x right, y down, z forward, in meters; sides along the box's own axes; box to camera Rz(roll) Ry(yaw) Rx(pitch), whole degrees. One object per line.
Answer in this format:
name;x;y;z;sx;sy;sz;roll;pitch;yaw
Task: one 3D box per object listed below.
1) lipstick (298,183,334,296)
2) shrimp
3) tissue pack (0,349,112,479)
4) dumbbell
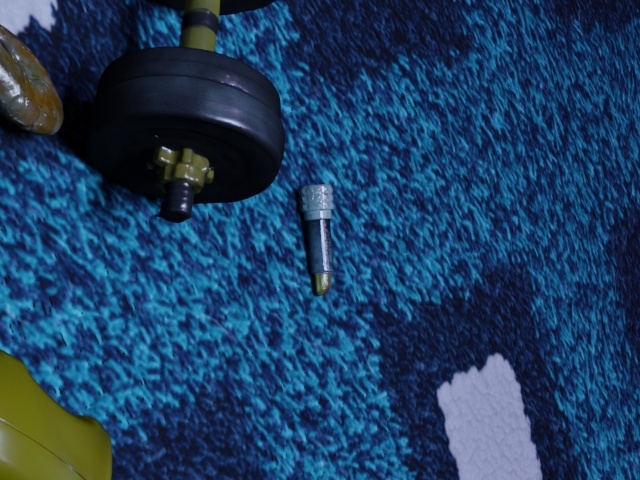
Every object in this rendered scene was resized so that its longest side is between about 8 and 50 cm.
lipstick;0.000;0.000;1.992;0.037;0.037;0.116;0;83;-56
shrimp;-0.282;-0.159;1.618;0.190;0.042;0.101;46;24;-38
tissue pack;-0.250;0.175;1.474;0.178;0.123;0.127;45;41;-41
dumbbell;-0.111;-0.194;1.753;0.185;0.185;0.388;36;52;-46
